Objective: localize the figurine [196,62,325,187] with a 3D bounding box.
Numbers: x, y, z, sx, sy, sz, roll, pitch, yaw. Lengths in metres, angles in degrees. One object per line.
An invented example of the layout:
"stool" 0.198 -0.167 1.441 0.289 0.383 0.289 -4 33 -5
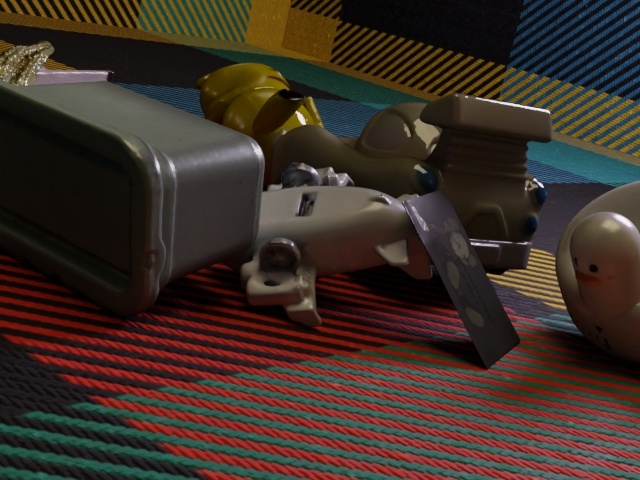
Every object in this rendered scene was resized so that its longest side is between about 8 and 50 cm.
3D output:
"figurine" -0.078 -0.164 1.696 0.169 0.218 0.327 -30 30 1

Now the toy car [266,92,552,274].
"toy car" 0.105 -0.088 1.395 0.242 0.226 0.336 3 12 -35

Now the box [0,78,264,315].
"box" -0.208 -0.066 1.108 0.312 0.175 0.182 24 28 37

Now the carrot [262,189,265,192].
"carrot" -0.141 -0.034 1.298 0.173 0.082 0.082 2 17 -33

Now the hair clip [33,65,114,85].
"hair clip" -0.507 -0.256 1.818 0.101 0.085 0.331 22 18 40

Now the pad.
"pad" 0.151 0.036 1.156 0.004 0.190 0.127 -28 -4 27

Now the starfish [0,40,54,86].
"starfish" -0.449 -0.227 1.576 0.347 0.078 0.358 35 18 -51

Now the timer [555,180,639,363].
"timer" 0.374 0.019 1.223 0.233 0.240 0.233 -15 41 13

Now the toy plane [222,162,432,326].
"toy plane" 0.000 0.000 1.184 0.244 0.117 0.245 -9 38 7
